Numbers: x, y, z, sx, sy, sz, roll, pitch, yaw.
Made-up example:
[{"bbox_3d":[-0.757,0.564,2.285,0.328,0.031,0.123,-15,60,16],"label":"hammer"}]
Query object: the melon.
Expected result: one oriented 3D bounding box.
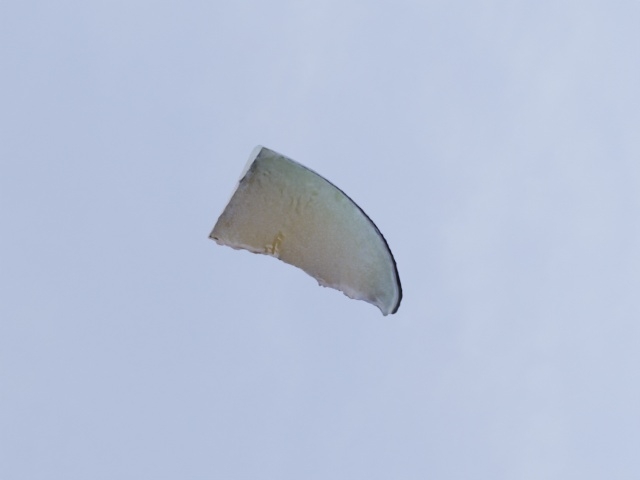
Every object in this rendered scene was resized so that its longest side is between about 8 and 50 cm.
[{"bbox_3d":[0.001,-0.008,1.258,0.182,0.054,0.098,24,-86,-6],"label":"melon"}]
